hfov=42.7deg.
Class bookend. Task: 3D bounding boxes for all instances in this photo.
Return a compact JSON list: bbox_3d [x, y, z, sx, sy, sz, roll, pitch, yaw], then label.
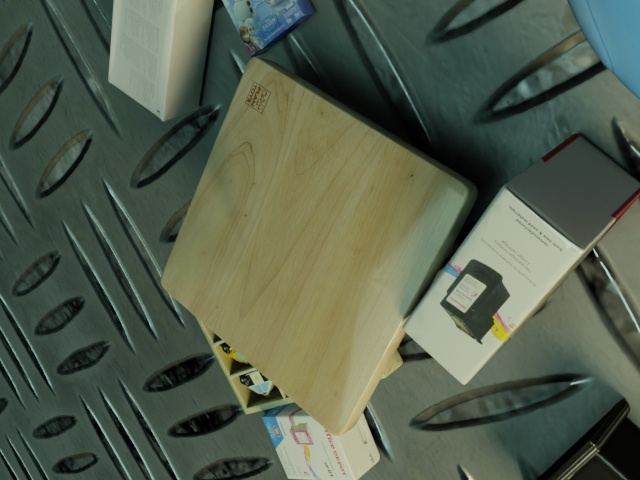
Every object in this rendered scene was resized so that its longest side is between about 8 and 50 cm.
[{"bbox_3d":[0.267,0.251,0.714,0.157,0.072,0.156,43,134,17],"label":"bookend"}]

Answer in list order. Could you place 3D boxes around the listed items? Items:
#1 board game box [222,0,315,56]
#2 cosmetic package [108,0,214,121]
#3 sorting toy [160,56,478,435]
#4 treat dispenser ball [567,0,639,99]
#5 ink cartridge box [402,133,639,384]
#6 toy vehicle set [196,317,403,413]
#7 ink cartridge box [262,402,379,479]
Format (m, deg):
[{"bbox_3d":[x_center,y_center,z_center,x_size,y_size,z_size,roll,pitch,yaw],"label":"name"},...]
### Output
[{"bbox_3d":[-0.057,-0.239,0.797,0.090,0.020,0.090,-25,92,47],"label":"board game box"},{"bbox_3d":[-0.163,-0.255,0.859,0.099,0.060,0.239,38,133,25],"label":"cosmetic package"},{"bbox_3d":[0.000,0.000,0.779,0.255,0.089,0.257,36,112,27],"label":"sorting toy"},{"bbox_3d":[0.246,-0.170,0.352,0.288,0.288,0.288,21,125,34],"label":"treat dispenser ball"},{"bbox_3d":[0.158,0.016,0.652,0.072,0.127,0.175,42,135,15],"label":"ink cartridge box"},{"bbox_3d":[-0.040,0.102,0.951,0.267,0.035,0.166,-26,92,47],"label":"toy vehicle set"},{"bbox_3d":[0.000,0.234,0.971,0.122,0.052,0.088,-16,100,45],"label":"ink cartridge box"}]
